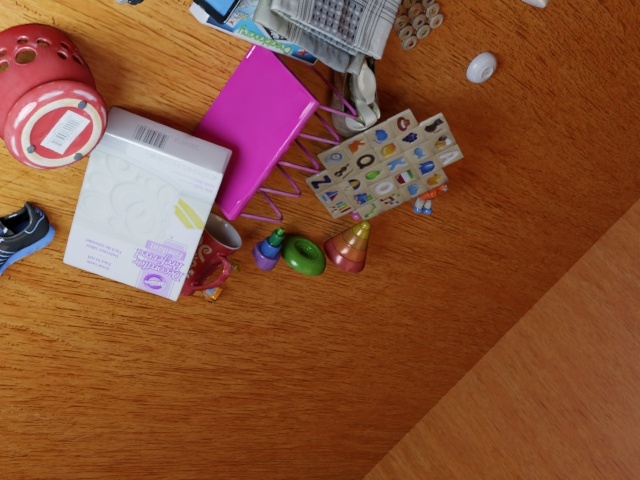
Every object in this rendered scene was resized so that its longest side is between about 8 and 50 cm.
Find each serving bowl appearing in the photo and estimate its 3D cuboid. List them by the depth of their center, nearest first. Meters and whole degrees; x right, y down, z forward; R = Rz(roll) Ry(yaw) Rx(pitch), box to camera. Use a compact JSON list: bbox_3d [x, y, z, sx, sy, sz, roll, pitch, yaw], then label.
[{"bbox_3d":[0.389,-0.407,2.209,0.083,0.027,0.083,-25,145,-19],"label":"serving bowl"}]

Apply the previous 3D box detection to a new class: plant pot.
[{"bbox_3d":[-0.450,-0.225,1.496,0.191,0.174,0.191,-23,143,-19],"label":"plant pot"}]

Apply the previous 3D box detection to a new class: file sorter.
[{"bbox_3d":[-0.094,-0.205,1.839,0.182,0.202,0.291,8,126,-52],"label":"file sorter"}]

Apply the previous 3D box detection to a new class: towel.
[{"bbox_3d":[0.048,-0.479,1.672,0.312,0.056,0.324,16,100,-50],"label":"towel"}]

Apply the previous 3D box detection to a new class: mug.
[{"bbox_3d":[-0.269,0.043,2.040,0.113,0.150,0.169,35,113,-21],"label":"mug"}]

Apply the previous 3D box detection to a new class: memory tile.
[{"bbox_3d":[0.203,-0.474,1.961,0.113,0.012,0.148,-39,147,1],"label":"memory tile"}]

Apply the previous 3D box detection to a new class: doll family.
[{"bbox_3d":[0.179,-0.150,2.276,0.263,0.118,0.163,-6,146,-13],"label":"doll family"}]

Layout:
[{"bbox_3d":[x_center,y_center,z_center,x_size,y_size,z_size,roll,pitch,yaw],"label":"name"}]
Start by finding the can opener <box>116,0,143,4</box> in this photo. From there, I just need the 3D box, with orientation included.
[{"bbox_3d":[-0.334,-0.437,1.462,0.059,0.073,0.186,-7,155,28],"label":"can opener"}]

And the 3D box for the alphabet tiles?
[{"bbox_3d":[0.150,-0.167,2.132,0.342,0.011,0.285,-25,142,12],"label":"alphabet tiles"}]

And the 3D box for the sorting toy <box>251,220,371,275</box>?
[{"bbox_3d":[0.000,0.000,2.244,0.365,0.127,0.126,-1,136,-44],"label":"sorting toy"}]

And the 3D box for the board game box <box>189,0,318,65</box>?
[{"bbox_3d":[-0.070,-0.445,1.694,0.305,0.053,0.193,10,124,-49],"label":"board game box"}]

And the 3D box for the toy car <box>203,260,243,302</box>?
[{"bbox_3d":[-0.241,0.095,2.239,0.040,0.060,0.122,39,83,-14],"label":"toy car"}]

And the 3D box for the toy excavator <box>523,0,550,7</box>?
[{"bbox_3d":[0.119,-0.523,1.389,0.433,0.445,0.222,17,109,-53],"label":"toy excavator"}]

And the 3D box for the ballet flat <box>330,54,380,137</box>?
[{"bbox_3d":[0.079,-0.305,1.965,0.107,0.106,0.316,-30,147,-11],"label":"ballet flat"}]

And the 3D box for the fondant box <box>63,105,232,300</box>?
[{"bbox_3d":[-0.333,-0.062,1.768,0.238,0.096,0.330,20,127,-8],"label":"fondant box"}]

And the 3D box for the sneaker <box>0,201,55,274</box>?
[{"bbox_3d":[-0.613,0.015,1.729,0.232,0.081,0.090,-38,146,-12],"label":"sneaker"}]

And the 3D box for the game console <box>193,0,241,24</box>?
[{"bbox_3d":[-0.184,-0.453,1.535,0.124,0.085,0.144,16,120,-44],"label":"game console"}]
